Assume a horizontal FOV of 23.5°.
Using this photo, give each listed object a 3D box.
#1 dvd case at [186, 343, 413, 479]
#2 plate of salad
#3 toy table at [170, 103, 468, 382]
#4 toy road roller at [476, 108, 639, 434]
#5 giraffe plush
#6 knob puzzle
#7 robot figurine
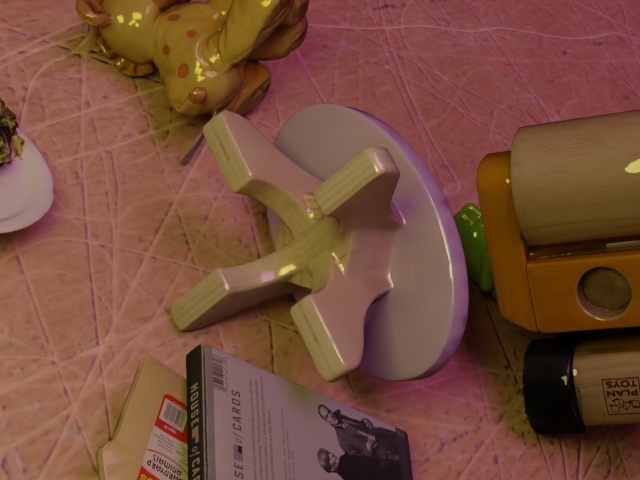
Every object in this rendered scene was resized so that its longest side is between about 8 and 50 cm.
[{"bbox_3d":[-0.010,0.201,1.267,0.238,0.029,0.179,27,42,-34],"label":"dvd case"},{"bbox_3d":[-0.312,-0.081,1.288,0.200,0.048,0.200,23,31,-15],"label":"plate of salad"},{"bbox_3d":[0.000,0.000,1.349,0.161,0.252,0.274,2,45,-55],"label":"toy table"},{"bbox_3d":[0.295,0.022,1.491,0.240,0.202,0.329,-45,125,-61],"label":"toy road roller"},{"bbox_3d":[-0.134,-0.204,1.483,0.170,0.181,0.210,37,77,10],"label":"giraffe plush"},{"bbox_3d":[-0.103,0.215,1.223,0.213,0.030,0.213,23,52,-34],"label":"knob puzzle"},{"bbox_3d":[0.177,0.016,1.563,0.115,0.067,0.101,45,30,4],"label":"robot figurine"}]
